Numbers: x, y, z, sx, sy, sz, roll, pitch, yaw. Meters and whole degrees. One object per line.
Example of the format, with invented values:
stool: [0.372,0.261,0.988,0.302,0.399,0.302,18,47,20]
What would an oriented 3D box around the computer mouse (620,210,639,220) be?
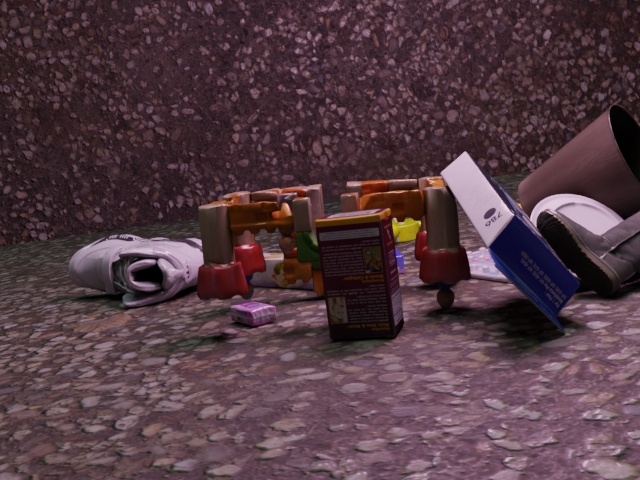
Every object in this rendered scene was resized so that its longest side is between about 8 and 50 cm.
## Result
computer mouse: [0.624,-0.079,2.048,0.272,0.072,0.188,18,-4,-15]

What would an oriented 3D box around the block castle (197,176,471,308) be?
block castle: [0.024,0.014,1.565,0.454,0.212,0.303,-5,8,5]

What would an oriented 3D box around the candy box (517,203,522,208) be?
candy box: [0.543,-0.052,2.043,0.105,0.027,0.206,28,-10,-27]

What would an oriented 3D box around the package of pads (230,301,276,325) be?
package of pads: [-0.118,0.128,1.558,0.050,0.031,0.083,-9,7,-32]

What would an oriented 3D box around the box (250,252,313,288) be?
box: [-0.092,0.063,1.895,0.067,0.063,0.324,-13,9,-42]

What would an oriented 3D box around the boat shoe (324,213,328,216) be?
boat shoe: [0.000,0.000,2.106,0.097,0.116,0.324,-2,13,10]

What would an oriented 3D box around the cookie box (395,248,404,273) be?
cookie box: [0.125,0.048,1.871,0.092,0.040,0.107,-8,7,-2]

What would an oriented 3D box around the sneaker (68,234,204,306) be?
sneaker: [-0.426,0.063,1.954,0.366,0.137,0.210,-2,6,16]

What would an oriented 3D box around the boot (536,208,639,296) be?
boot: [0.483,-0.012,1.463,0.209,0.189,0.076,-30,-19,-28]

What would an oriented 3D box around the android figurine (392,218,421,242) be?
android figurine: [0.149,-0.022,2.333,0.273,0.056,0.248,-10,7,-3]

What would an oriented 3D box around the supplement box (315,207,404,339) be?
supplement box: [0.062,0.051,1.357,0.104,0.188,0.081,-5,7,17]

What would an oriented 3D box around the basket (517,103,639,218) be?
basket: [0.499,-0.108,1.658,0.154,0.204,0.227,4,-29,-44]

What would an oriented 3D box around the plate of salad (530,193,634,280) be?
plate of salad: [0.452,0.001,1.524,0.200,0.199,0.048,-11,-35,-24]

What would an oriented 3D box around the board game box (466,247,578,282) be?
board game box: [0.461,0.014,1.758,0.390,0.050,0.390,-12,9,-28]

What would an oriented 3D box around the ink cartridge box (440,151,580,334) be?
ink cartridge box: [0.286,-0.008,1.323,0.065,0.165,0.332,-42,24,14]
